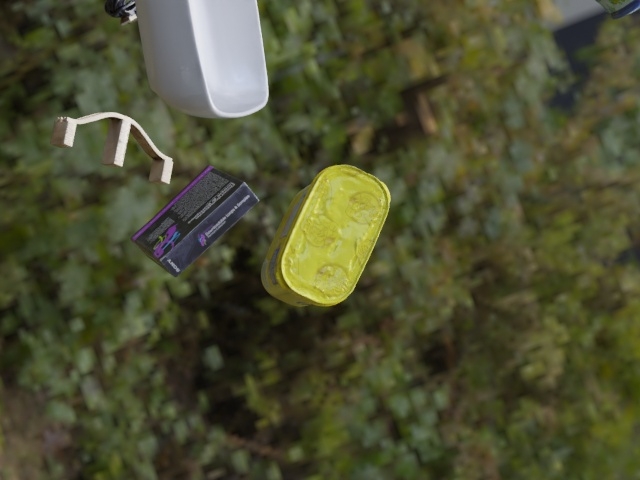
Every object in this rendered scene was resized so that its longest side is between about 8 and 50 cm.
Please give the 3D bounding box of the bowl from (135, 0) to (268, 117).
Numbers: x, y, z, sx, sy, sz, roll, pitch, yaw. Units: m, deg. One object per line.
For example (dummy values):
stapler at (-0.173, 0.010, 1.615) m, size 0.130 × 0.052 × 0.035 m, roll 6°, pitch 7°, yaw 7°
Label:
bowl at (-0.088, -0.153, 1.267) m, size 0.142 × 0.053 × 0.142 m, roll -24°, pitch 105°, yaw -73°

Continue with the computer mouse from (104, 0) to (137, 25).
computer mouse at (-0.153, -0.298, 1.726) m, size 0.042 × 0.193 × 0.106 m, roll 35°, pitch 38°, yaw 18°

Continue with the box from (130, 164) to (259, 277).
box at (-0.130, -0.021, 1.837) m, size 0.029 × 0.116 × 0.162 m, roll 49°, pitch -6°, yaw -16°

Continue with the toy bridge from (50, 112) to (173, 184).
toy bridge at (-0.247, -0.121, 2.195) m, size 0.188 × 0.026 × 0.063 m, roll 20°, pitch 75°, yaw -48°

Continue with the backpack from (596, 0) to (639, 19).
backpack at (0.311, -0.253, 1.687) m, size 0.084 × 0.114 × 0.105 m, roll 51°, pitch -4°, yaw -5°

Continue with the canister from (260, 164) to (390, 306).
canister at (0.000, 0.000, 1.668) m, size 0.073 × 0.126 × 0.170 m, roll 25°, pitch -7°, yaw -7°
